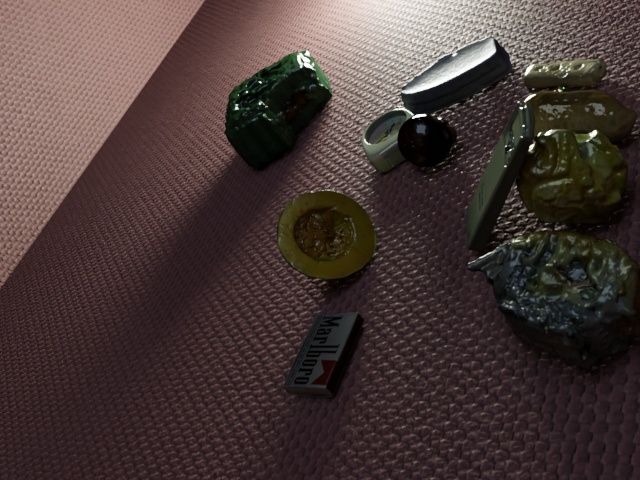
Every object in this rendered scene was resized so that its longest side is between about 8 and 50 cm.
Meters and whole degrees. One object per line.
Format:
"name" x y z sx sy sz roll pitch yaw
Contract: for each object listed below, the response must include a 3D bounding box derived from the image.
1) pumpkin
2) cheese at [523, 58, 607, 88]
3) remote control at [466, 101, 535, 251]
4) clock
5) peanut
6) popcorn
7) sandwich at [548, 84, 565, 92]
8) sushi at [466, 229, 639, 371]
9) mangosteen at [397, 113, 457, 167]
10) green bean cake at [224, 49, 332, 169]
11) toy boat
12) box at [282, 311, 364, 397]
"pumpkin" 0.002 0.003 1.693 0.217 0.217 0.110 -59 -1 -27
"cheese" 0.528 -0.362 1.676 0.194 0.043 0.065 8 51 52
"remote control" 0.329 -0.113 1.406 0.038 0.285 0.123 14 42 -2
"clock" 0.174 -0.258 1.889 0.151 0.062 0.191 -34 33 11
"peanut" 0.496 -0.234 1.500 0.236 0.110 0.120 15 40 44
"popcorn" 0.443 -0.115 1.365 0.188 0.167 0.185 -4 8 -5
"sandwich" 0.489 -0.293 1.649 0.069 0.026 0.101 -8 41 46
"sushi" 0.375 0.085 1.205 0.184 0.139 0.274 -51 37 -15
"mangosteen" 0.247 -0.229 1.742 0.140 0.140 0.140 -26 35 20
"green bean cake" -0.126 -0.395 2.259 0.308 0.169 0.300 -29 34 15
"toy boat" 0.325 -0.393 1.885 0.283 0.078 0.127 -24 39 22
"box" 0.008 0.221 1.508 0.115 0.036 0.177 -6 45 41
